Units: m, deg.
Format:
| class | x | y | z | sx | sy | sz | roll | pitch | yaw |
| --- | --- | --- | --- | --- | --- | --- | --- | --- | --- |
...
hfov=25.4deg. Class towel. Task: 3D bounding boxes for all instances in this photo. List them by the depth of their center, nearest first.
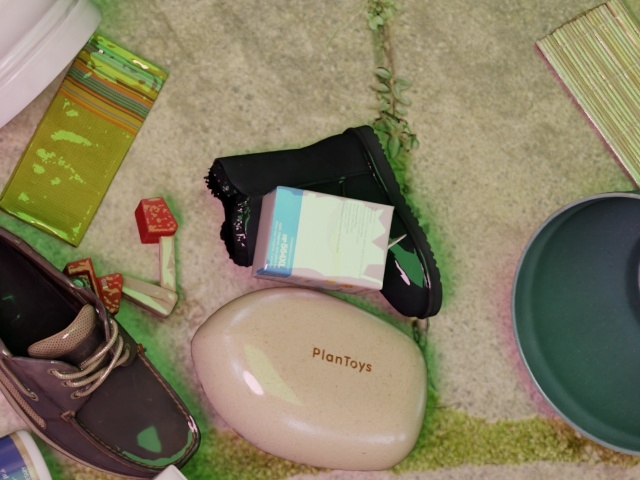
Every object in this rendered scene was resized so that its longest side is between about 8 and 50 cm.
| class | x | y | z | sx | sy | sz | roll | pitch | yaw |
| --- | --- | --- | --- | --- | --- | --- | --- | --- | --- |
| towel | -0.262 | -0.115 | 1.577 | 0.102 | 0.021 | 0.237 | 26 | 68 | -6 |

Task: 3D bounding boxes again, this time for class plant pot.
| class | x | y | z | sx | sy | sz | roll | pitch | yaw |
| --- | --- | --- | --- | --- | --- | --- | --- | --- | --- |
| plant pot | 0.390 | 0.071 | 1.592 | 0.196 | 0.293 | 0.293 | -19 | 78 | -48 |

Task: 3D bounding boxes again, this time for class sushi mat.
| class | x | y | z | sx | sy | sz | roll | pitch | yaw |
| --- | --- | --- | --- | --- | --- | --- | --- | --- | --- |
| sushi mat | 0.413 | -0.157 | 1.793 | 0.151 | 0.019 | 0.316 | -32 | 84 | -22 |

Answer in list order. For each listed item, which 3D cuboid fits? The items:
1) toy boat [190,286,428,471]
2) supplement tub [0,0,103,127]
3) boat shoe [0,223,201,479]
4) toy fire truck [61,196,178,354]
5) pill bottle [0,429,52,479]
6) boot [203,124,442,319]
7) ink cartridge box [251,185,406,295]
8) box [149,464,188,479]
| class | x | y | z | sx | sy | sz | roll | pitch | yaw |
| --- | --- | --- | --- | --- | --- | --- | --- | --- | --- |
| toy boat | -0.031 | 0.205 | 1.490 | 0.268 | 0.148 | 0.318 | 22 | 60 | -14 |
| supplement tub | -0.408 | -0.281 | 1.434 | 0.331 | 0.241 | 0.241 | 45 | 65 | -21 |
| boat shoe | -0.257 | 0.110 | 1.383 | 0.355 | 0.130 | 0.132 | 41 | 69 | -13 |
| toy fire truck | -0.205 | 0.058 | 1.524 | 0.135 | 0.047 | 0.192 | -13 | 78 | -22 |
| pill bottle | -0.351 | 0.259 | 1.390 | 0.169 | 0.094 | 0.094 | -22 | 80 | -21 |
| boot | 0.000 | 0.000 | 1.577 | 0.207 | 0.094 | 0.246 | -18 | 76 | -22 |
| ink cartridge box | 0.010 | 0.004 | 1.480 | 0.143 | 0.092 | 0.089 | 10 | 82 | -10 |
| box | -0.145 | 0.334 | 1.379 | 0.119 | 0.181 | 0.182 | -39 | 86 | -24 |
